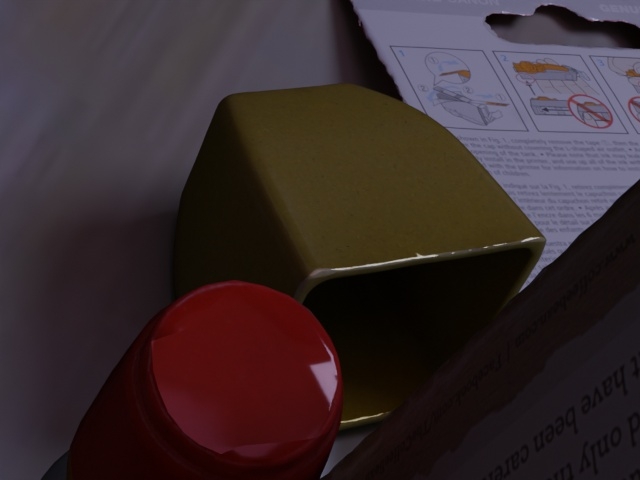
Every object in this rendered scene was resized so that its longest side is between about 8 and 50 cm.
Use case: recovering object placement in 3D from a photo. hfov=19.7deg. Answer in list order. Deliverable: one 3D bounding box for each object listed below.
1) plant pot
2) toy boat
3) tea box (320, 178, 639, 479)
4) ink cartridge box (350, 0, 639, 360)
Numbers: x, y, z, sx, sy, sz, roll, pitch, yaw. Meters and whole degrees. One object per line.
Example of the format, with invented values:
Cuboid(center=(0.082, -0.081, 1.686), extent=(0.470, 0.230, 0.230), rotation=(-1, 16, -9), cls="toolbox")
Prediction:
Cuboid(center=(0.000, 0.000, 0.540), extent=(0.081, 0.081, 0.083), rotation=(-9, 53, -32), cls="plant pot")
Cuboid(center=(-0.102, 0.143, 0.370), extent=(0.267, 0.148, 0.318), rotation=(38, 58, 5), cls="toy boat")
Cuboid(center=(0.183, 0.129, 0.390), extent=(0.323, 0.329, 0.220), rotation=(9, 58, -23), cls="tea box")
Cuboid(center=(0.112, 0.000, 0.627), extent=(0.181, 0.056, 0.225), rotation=(0, 42, -27), cls="ink cartridge box")
